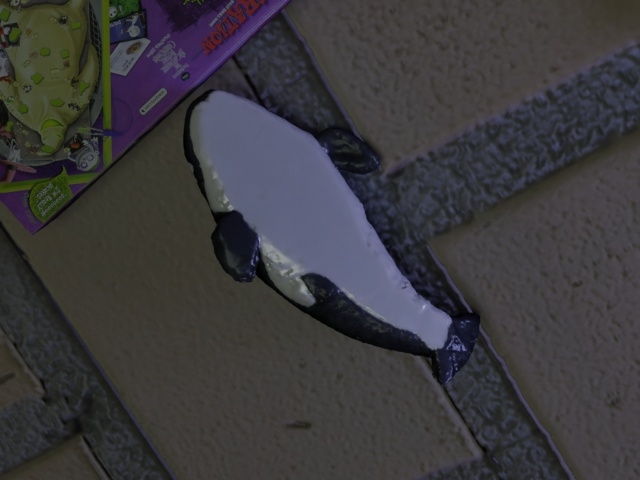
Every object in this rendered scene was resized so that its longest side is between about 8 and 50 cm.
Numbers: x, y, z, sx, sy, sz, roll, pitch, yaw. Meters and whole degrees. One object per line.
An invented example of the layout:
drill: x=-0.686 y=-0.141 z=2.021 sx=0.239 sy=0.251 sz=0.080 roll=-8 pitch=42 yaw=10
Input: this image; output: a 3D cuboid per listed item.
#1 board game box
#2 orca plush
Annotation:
board game box: x=-0.180 y=-0.182 z=0.971 sx=0.347 sy=0.056 sz=0.208 roll=-38 pitch=93 yaw=26
orca plush: x=0.000 y=0.000 z=0.997 sx=0.287 sy=0.102 sz=0.151 roll=30 pitch=70 yaw=-9
